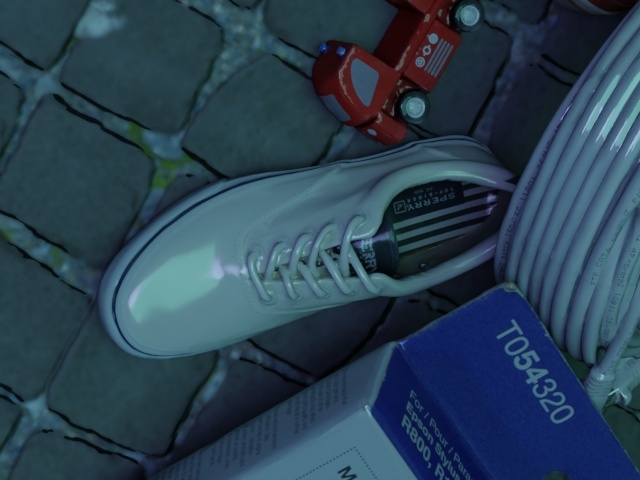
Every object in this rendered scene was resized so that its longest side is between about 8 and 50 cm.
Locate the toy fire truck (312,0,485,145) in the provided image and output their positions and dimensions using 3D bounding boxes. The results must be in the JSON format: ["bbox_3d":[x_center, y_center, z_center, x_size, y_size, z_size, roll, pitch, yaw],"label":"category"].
[{"bbox_3d":[0.036,-0.166,0.869,0.135,0.047,0.192,32,88,-22],"label":"toy fire truck"}]

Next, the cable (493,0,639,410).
[{"bbox_3d":[0.206,-0.046,0.869,0.257,0.089,0.257,-38,150,-32],"label":"cable"}]

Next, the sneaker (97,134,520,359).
[{"bbox_3d":[0.000,0.000,0.861,0.258,0.091,0.094,-23,107,-16],"label":"sneaker"}]

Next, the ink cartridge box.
[{"bbox_3d":[0.049,0.233,0.869,0.330,0.071,0.324,-30,110,14],"label":"ink cartridge box"}]

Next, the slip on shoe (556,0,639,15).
[{"bbox_3d":[0.117,-0.237,0.802,0.331,0.101,0.123,41,59,-41],"label":"slip on shoe"}]
